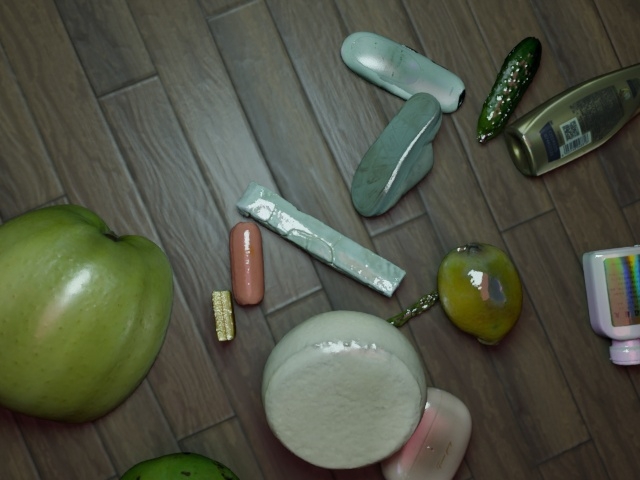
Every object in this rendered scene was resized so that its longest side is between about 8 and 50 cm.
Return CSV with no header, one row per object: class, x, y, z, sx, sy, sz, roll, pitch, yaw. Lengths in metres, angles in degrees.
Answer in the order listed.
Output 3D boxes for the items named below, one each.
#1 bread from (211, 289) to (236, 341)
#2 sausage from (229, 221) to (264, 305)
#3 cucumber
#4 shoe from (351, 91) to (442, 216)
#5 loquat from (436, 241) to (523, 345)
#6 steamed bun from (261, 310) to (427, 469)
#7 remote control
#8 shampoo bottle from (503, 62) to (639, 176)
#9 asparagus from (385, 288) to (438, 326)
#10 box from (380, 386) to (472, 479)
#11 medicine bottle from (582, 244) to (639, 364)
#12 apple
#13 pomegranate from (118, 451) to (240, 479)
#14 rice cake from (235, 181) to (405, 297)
bread,-0.173,0.134,1.174,0.035,0.094,0.090,-7,86,-6
sausage,-0.135,0.041,1.196,0.062,0.062,0.154,-3,88,-5
cucumber,0.358,-0.286,1.250,0.069,0.069,0.228,28,91,-3
shoe,0.154,-0.150,1.219,0.100,0.103,0.251,22,102,-46
loquat,0.292,0.096,1.193,0.152,0.152,0.195,-17,99,-5
steamed bun,0.041,0.244,1.137,0.282,0.177,0.283,1,113,2
remote control,0.160,-0.323,1.243,0.256,0.045,0.098,22,87,-6
shampoo bottle,0.526,-0.247,1.250,0.350,0.084,0.126,-29,108,-6
asparagus,0.127,0.154,1.232,0.235,0.027,0.034,-25,101,-5
box,0.194,0.371,1.200,0.145,0.088,0.200,27,85,-5
medicine bottle,0.574,0.123,1.246,0.115,0.078,0.219,-7,89,-7
apple,-0.463,0.117,1.154,0.320,0.311,0.360,35,86,-48
pomegranate,-0.239,0.484,1.096,0.254,0.271,0.254,-1,53,1
rice cake,0.000,0.000,1.211,0.336,0.063,0.066,30,76,-2
